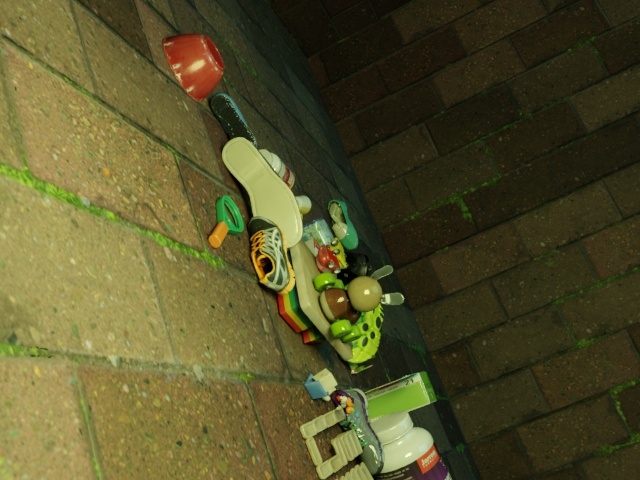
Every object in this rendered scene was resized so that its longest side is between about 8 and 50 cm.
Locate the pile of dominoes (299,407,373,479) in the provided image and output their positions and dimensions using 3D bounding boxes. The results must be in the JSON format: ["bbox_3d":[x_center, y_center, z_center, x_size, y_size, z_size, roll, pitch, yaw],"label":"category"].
[{"bbox_3d":[0.030,0.483,1.538,0.251,0.040,0.195,7,58,-67],"label":"pile of dominoes"}]

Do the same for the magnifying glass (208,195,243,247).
[{"bbox_3d":[-0.211,-0.036,1.532,0.092,0.026,0.231,62,10,-16],"label":"magnifying glass"}]

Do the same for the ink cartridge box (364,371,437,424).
[{"bbox_3d":[0.205,0.445,1.949,0.097,0.189,0.255,70,14,14],"label":"ink cartridge box"}]

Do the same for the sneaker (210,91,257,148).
[{"bbox_3d":[-0.228,-0.309,1.899,0.209,0.069,0.082,62,9,-15],"label":"sneaker"}]

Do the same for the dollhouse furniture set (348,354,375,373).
[{"bbox_3d":[0.120,0.351,2.084,0.076,0.059,0.152,67,12,12],"label":"dollhouse furniture set"}]

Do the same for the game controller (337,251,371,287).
[{"bbox_3d":[0.090,0.120,2.097,0.319,0.067,0.166,-173,-98,-81],"label":"game controller"}]

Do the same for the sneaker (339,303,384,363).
[{"bbox_3d":[0.108,0.272,2.066,0.109,0.124,0.295,55,30,-14],"label":"sneaker"}]

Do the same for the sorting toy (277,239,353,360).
[{"bbox_3d":[-0.029,0.153,1.769,0.255,0.089,0.257,54,15,-42],"label":"sorting toy"}]

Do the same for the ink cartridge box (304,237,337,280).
[{"bbox_3d":[-0.007,0.085,2.064,0.150,0.063,0.109,58,14,-31],"label":"ink cartridge box"}]

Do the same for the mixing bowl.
[{"bbox_3d":[-0.310,-0.454,1.769,0.181,0.098,0.181,59,14,-24],"label":"mixing bowl"}]

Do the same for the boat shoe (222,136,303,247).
[{"bbox_3d":[-0.134,-0.117,1.761,0.324,0.117,0.097,55,7,17],"label":"boat shoe"}]

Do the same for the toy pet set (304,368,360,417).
[{"bbox_3d":[0.018,0.361,1.601,0.114,0.065,0.122,62,-15,-17],"label":"toy pet set"}]

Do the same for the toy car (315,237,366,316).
[{"bbox_3d":[0.055,0.109,1.875,0.224,0.053,0.239,65,12,-1],"label":"toy car"}]

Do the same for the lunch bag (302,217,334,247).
[{"bbox_3d":[0.000,0.000,2.190,0.128,0.096,0.151,65,21,2],"label":"lunch bag"}]

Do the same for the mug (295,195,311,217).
[{"bbox_3d":[-0.066,-0.108,2.214,0.078,0.062,0.064,61,19,11],"label":"mug"}]

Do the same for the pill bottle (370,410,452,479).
[{"bbox_3d":[0.235,0.606,1.763,0.322,0.182,0.181,65,12,-2],"label":"pill bottle"}]

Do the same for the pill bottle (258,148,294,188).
[{"bbox_3d":[-0.141,-0.200,2.007,0.152,0.086,0.086,45,23,-59],"label":"pill bottle"}]

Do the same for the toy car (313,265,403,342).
[{"bbox_3d":[0.102,0.137,1.684,0.149,0.189,0.155,39,29,-65],"label":"toy car"}]

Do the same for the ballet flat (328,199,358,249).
[{"bbox_3d":[0.076,-0.065,2.735,0.087,0.083,0.247,22,38,-37],"label":"ballet flat"}]

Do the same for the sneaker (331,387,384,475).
[{"bbox_3d":[0.080,0.466,1.697,0.098,0.083,0.223,19,39,-41],"label":"sneaker"}]

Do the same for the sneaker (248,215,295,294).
[{"bbox_3d":[-0.127,0.026,1.637,0.083,0.084,0.214,18,39,-49],"label":"sneaker"}]
